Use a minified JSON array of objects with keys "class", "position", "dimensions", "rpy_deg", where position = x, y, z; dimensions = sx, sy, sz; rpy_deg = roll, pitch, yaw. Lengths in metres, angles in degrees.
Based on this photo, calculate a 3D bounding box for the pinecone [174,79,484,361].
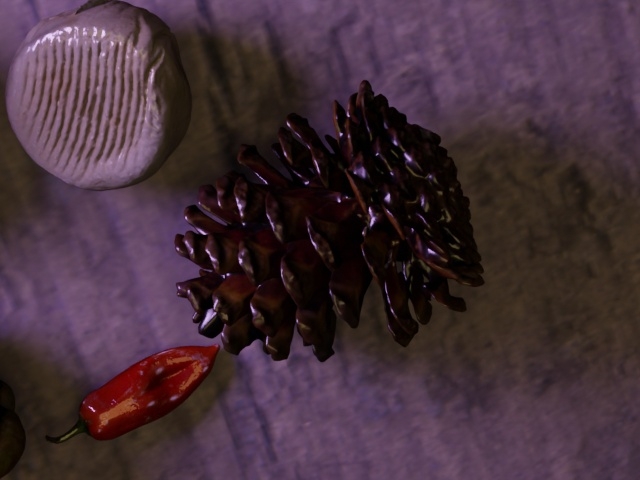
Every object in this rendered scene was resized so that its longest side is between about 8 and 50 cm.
[{"class":"pinecone","position":[0.001,0.003,1.406],"dimensions":[0.292,0.246,0.246],"rpy_deg":[-26,108,17]}]

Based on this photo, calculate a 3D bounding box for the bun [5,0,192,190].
[{"class":"bun","position":[-0.192,-0.138,1.388],"dimensions":[0.166,0.113,0.173],"rpy_deg":[43,116,-12]}]

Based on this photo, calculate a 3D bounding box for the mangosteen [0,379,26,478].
[{"class":"mangosteen","position":[-0.375,0.162,1.387],"dimensions":[0.209,0.210,0.210],"rpy_deg":[-2,104,-10]}]

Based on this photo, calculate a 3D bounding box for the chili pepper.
[{"class":"chili pepper","position":[-0.178,0.152,1.494],"dimensions":[0.191,0.050,0.059],"rpy_deg":[-30,90,-10]}]
